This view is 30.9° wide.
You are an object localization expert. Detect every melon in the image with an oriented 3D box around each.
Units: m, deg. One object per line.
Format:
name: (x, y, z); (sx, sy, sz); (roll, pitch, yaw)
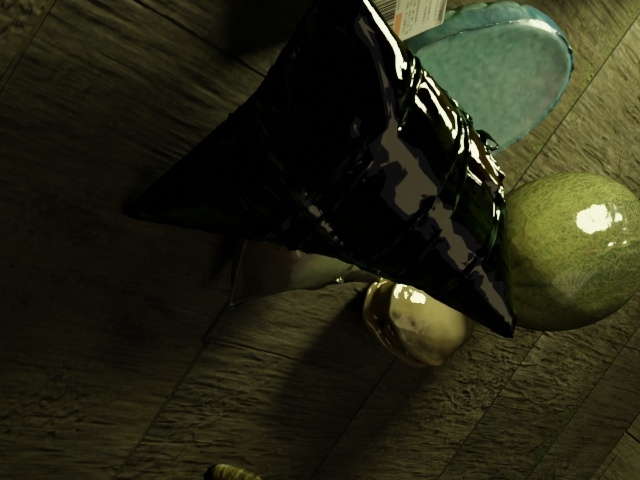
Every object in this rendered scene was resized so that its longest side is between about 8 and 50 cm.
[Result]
melon: (0.375, 0.019, 1.816); (0.329, 0.248, 0.248); (-15, 134, -37)

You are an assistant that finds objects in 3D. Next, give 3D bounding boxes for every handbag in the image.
handbag: (0.000, 0.000, 1.428); (0.270, 0.117, 0.182); (-6, 128, -40)

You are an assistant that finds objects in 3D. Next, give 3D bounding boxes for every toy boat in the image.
toy boat: (0.166, -0.205, 1.468); (0.330, 0.123, 0.215); (-22, 132, -22)

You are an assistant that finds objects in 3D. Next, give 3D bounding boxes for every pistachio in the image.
pistachio: (0.147, 0.115, 1.740); (0.223, 0.126, 0.152); (10, 81, -50)

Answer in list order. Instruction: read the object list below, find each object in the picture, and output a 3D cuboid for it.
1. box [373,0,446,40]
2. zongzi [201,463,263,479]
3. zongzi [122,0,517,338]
box: (0.077, -0.312, 1.241); (0.135, 0.081, 0.199); (-28, 144, -34)
zongzi: (-0.097, 0.419, 1.753); (0.317, 0.154, 0.289); (-41, 150, -55)
zongzi: (-0.002, -0.063, 1.238); (0.362, 0.319, 0.383); (-31, 134, 22)
